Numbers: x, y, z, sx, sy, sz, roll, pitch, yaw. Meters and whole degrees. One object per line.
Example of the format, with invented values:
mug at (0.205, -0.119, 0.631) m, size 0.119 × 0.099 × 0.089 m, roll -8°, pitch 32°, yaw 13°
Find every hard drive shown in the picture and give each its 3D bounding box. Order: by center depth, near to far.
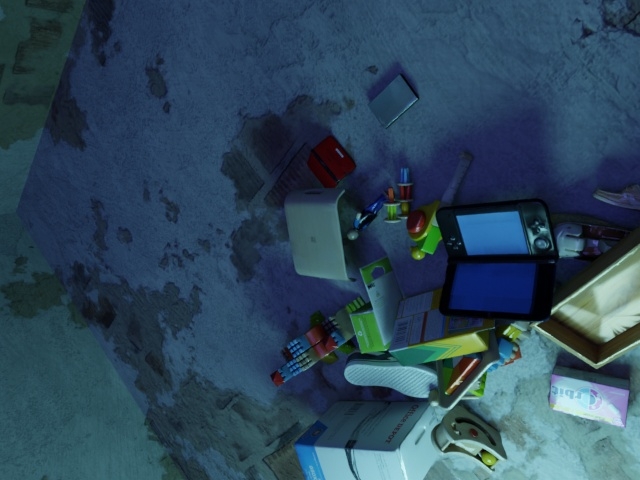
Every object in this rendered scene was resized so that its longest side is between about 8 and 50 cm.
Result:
hard drive at (0.215, -0.411, 1.418) m, size 0.135 × 0.022 × 0.094 m, roll -39°, pitch 79°, yaw 35°

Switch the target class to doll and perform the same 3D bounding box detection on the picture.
doll at (0.147, -0.077, 1.490) m, size 0.189 × 0.129 × 0.046 m, roll -47°, pitch 68°, yaw 18°

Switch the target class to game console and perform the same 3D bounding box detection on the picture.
game console at (0.427, 0.050, 1.217) m, size 0.292 × 0.173 × 0.250 m, roll -4°, pitch 119°, yaw 41°
game console at (0.034, -0.250, 1.589) m, size 0.124 × 0.085 × 0.144 m, roll -39°, pitch 79°, yaw 3°

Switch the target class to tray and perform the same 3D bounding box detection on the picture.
tray at (0.704, 0.129, 1.100) m, size 0.202 × 0.076 × 0.411 m, roll 33°, pitch 137°, yaw 3°

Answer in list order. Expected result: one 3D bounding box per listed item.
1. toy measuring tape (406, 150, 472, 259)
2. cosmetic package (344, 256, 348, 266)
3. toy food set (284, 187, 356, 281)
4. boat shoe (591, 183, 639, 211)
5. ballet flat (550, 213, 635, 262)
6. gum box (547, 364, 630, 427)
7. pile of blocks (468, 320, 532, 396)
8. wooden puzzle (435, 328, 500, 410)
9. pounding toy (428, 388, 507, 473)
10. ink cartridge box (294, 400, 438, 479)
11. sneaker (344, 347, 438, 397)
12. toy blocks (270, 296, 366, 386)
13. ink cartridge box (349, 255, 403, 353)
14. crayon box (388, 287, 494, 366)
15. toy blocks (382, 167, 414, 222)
toy measuring tape at (0.332, -0.102, 1.383) m, size 0.121 × 0.121 × 0.331 m, roll 25°, pitch 99°, yaw 27°
cosmetic package at (0.000, 0.000, 1.647) m, size 0.098 × 0.060 × 0.239 m, roll -25°, pitch 87°, yaw 34°
toy food set at (0.007, -0.016, 1.549) m, size 0.219 × 0.092 × 0.307 m, roll 5°, pitch 112°, yaw 40°
boat shoe at (0.736, -0.103, 1.122) m, size 0.169 × 0.063 × 0.059 m, roll 18°, pitch 109°, yaw 20°
ballet flat at (0.670, 0.009, 1.160) m, size 0.348 × 0.123 × 0.123 m, roll 13°, pitch 109°, yaw 31°
gum box at (0.707, 0.409, 1.270) m, size 0.188 × 0.062 × 0.107 m, roll 6°, pitch 105°, yaw 33°
pile of blocks at (0.488, 0.350, 1.356) m, size 0.112 × 0.149 × 0.362 m, roll 28°, pitch 124°, yaw -6°
wooden puzzle at (0.406, 0.333, 1.365) m, size 0.044 × 0.221 × 0.239 m, roll 29°, pitch 120°, yaw -7°
pounding toy at (0.434, 0.560, 1.418) m, size 0.269 × 0.154 × 0.155 m, roll 32°, pitch 119°, yaw 9°
ink cartridge box at (0.162, 0.669, 1.573) m, size 0.394 × 0.285 × 0.167 m, roll -14°, pitch 95°, yaw 36°
sneaker at (0.244, 0.414, 1.563) m, size 0.320 × 0.127 × 0.126 m, roll 10°, pitch 116°, yaw 6°
toy blocks at (-0.024, 0.359, 1.634) m, size 0.381 × 0.260 × 0.191 m, roll -41°, pitch 79°, yaw 34°
ink cartridge box at (0.174, 0.196, 1.503) m, size 0.096 × 0.188 × 0.256 m, roll -18°, pitch 90°, yaw 38°
crayon box at (0.364, 0.230, 1.366) m, size 0.322 × 0.203 × 0.083 m, roll -24°, pitch 119°, yaw 37°
toy blocks at (0.231, -0.136, 1.416) m, size 0.054 × 0.123 × 0.148 m, roll 9°, pitch 108°, yaw 44°
